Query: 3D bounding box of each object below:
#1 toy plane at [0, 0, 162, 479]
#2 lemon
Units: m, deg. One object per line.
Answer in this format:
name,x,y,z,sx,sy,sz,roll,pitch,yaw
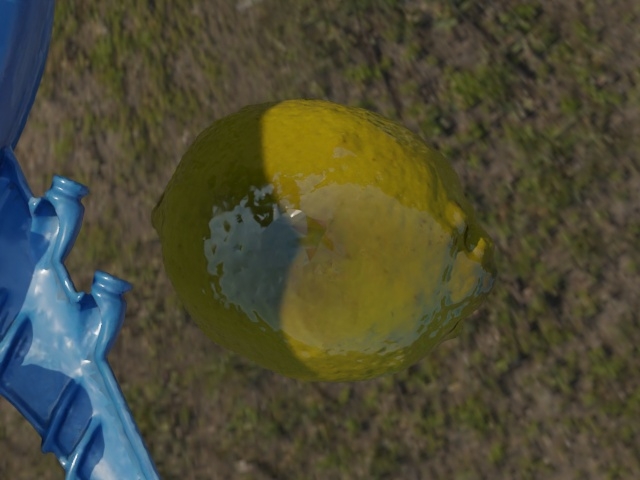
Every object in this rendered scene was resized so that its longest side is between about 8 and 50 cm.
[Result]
toy plane,-0.152,0.011,0.546,0.254,0.105,0.271,21,95,5
lemon,0.000,0.000,1.153,0.260,0.204,0.204,13,115,15
